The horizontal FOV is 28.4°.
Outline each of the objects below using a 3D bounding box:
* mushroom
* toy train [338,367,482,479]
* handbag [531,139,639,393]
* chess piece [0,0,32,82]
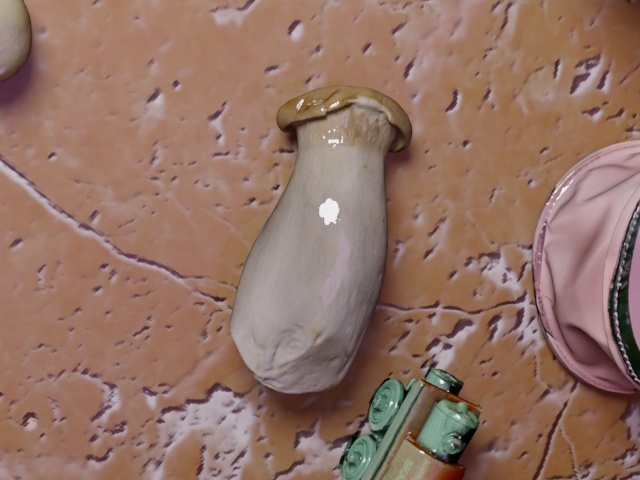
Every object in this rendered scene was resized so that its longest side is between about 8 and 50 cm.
[{"bbox_3d":[0.000,0.000,0.858,0.097,0.088,0.212,11,94,18],"label":"mushroom"},{"bbox_3d":[0.057,0.178,0.888,0.074,0.118,0.176,28,96,-19],"label":"toy train"},{"bbox_3d":[0.255,0.023,0.902,0.179,0.116,0.205,-6,101,-12],"label":"handbag"},{"bbox_3d":[-0.264,-0.127,0.774,0.170,0.094,0.094,-8,103,-14],"label":"chess piece"}]
